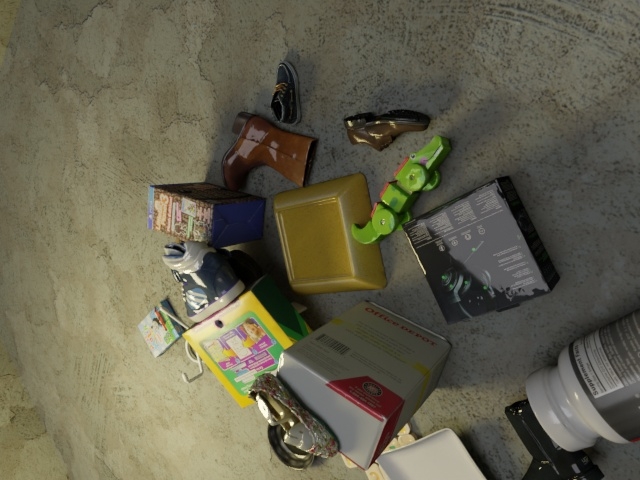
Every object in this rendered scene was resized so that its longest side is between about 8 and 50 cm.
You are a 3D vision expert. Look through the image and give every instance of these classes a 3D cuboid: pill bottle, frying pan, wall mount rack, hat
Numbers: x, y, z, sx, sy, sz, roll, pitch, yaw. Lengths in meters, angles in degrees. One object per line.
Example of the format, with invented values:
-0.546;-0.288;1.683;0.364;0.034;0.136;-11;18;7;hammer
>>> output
0.608;0.263;0.919;0.363;0.210;0.210;-43;74;33;pill bottle
-0.128;0.616;1.599;0.197;0.053;0.326;-37;78;35;frying pan
-0.428;0.356;1.708;0.350;0.131;0.303;-14;92;36;wall mount rack
-0.281;0.119;1.540;0.332;0.134;0.331;17;134;19;hat

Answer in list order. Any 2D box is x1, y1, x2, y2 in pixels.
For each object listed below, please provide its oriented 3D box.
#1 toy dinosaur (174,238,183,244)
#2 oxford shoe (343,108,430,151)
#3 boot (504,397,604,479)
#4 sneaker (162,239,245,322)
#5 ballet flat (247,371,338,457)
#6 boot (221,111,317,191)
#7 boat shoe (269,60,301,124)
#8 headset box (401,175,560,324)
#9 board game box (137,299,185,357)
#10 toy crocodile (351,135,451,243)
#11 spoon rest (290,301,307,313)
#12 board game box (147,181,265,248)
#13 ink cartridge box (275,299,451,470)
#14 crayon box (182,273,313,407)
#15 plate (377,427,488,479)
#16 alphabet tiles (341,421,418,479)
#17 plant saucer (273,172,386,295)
-0.516;0.021;1.751;0.093;0.053;0.182;10;105;34;toy dinosaur
0.173;-0.278;1.204;0.227;0.083;0.096;4;120;35;oxford shoe
0.505;0.484;1.113;0.207;0.094;0.246;62;147;28;boot
-0.371;0.103;1.390;0.236;0.130;0.323;49;143;-9;sneaker
-0.070;0.392;1.030;0.241;0.077;0.091;39;122;21;ballet flat
-0.155;-0.228;1.449;0.281;0.096;0.263;27;107;20;boot
-0.107;-0.425;1.354;0.065;0.083;0.183;-8;95;36;boat shoe
0.367;0.033;1.088;0.246;0.131;0.282;-29;83;35;headset box
-0.647;0.360;1.919;0.211;0.039;0.160;-42;76;34;board game box
0.202;-0.118;1.182;0.105;0.115;0.340;44;121;21;toy crocodile
-0.108;0.335;1.511;0.137;0.084;0.276;19;109;31;spoon rest
-0.363;-0.087;1.511;0.291;0.232;0.140;17;108;31;board game box
0.114;0.326;1.171;0.279;0.385;0.160;25;116;29;ink cartridge box
-0.200;0.317;1.444;0.363;0.106;0.313;-33;98;34;crayon box
0.329;0.652;1.281;0.278;0.045;0.277;-40;84;33;plate
0.159;0.595;1.416;0.284;0.021;0.277;-29;83;35;alphabet tiles
0.000;0.000;1.370;0.333;0.081;0.332;-10;95;36;plant saucer
